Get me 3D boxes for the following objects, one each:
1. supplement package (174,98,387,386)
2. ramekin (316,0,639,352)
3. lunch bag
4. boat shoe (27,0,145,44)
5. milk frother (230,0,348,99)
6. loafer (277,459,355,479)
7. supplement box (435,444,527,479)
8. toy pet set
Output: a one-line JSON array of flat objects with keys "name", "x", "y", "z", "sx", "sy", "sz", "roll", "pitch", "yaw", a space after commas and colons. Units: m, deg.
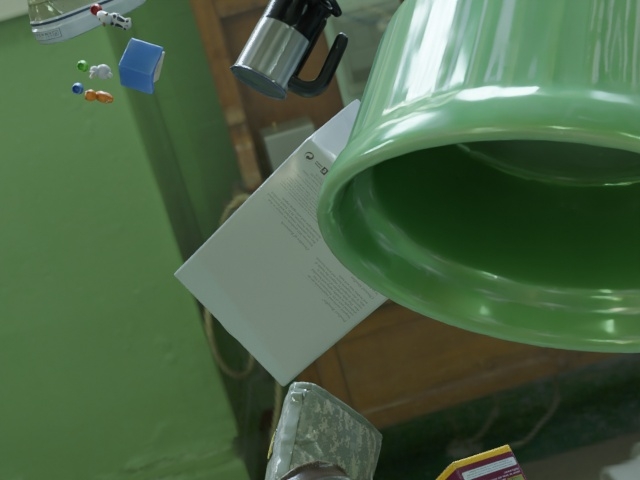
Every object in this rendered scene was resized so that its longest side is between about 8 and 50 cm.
[{"name": "supplement package", "x": 0.000, "y": 0.000, "z": 1.222, "sx": 0.262, "sy": 0.199, "sz": 0.198, "roll": -43, "pitch": 3, "yaw": 28}, {"name": "ramekin", "x": 0.160, "y": -0.050, "z": 0.634, "sx": 0.303, "sy": 0.303, "sz": 0.148, "roll": -4, "pitch": 61, "yaw": 34}, {"name": "lunch bag", "x": -0.014, "y": 0.432, "z": 1.896, "sx": 0.168, "sy": 0.287, "sz": 0.235, "roll": -4, "pitch": 56, "yaw": 27}, {"name": "boat shoe", "x": -0.366, "y": -0.404, "z": 1.573, "sx": 0.109, "sy": 0.094, "sz": 0.302, "roll": -1, "pitch": 28, "yaw": 19}, {"name": "milk frother", "x": -0.040, "y": -0.264, "z": 1.254, "sx": 0.129, "sy": 0.135, "sz": 0.143, "roll": 23, "pitch": -9, "yaw": 20}, {"name": "loafer", "x": -0.077, "y": 0.358, "z": 1.160, "sx": 0.133, "sy": 0.366, "sz": 0.130, "roll": 10, "pitch": 43, "yaw": -31}, {"name": "supplement box", "x": 0.257, "y": 0.404, "z": 1.401, "sx": 0.104, "sy": 0.188, "sz": 0.081, "roll": -11, "pitch": -31, "yaw": -26}, {"name": "toy pet set", "x": -0.259, "y": -0.221, "z": 1.226, "sx": 0.114, "sy": 0.122, "sz": 0.065, "roll": 18, "pitch": 20, "yaw": 2}]
